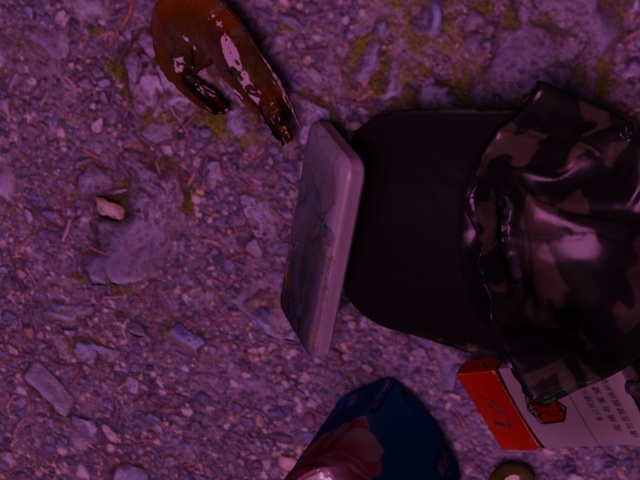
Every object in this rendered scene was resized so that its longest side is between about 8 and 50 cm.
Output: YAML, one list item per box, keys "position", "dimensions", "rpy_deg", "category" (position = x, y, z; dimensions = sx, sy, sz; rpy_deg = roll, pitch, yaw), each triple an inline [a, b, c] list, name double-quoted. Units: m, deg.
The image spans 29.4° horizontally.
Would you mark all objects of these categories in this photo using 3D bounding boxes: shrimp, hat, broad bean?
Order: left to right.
- position: [-0.124, -0.215, 1.552]
  dimensions: [0.249, 0.068, 0.150]
  rpy_deg: [47, 133, 3]
  category: "shrimp"
- position: [0.214, -0.013, 1.476]
  dimensions: [0.381, 0.257, 0.366]
  rpy_deg: [18, 105, 56]
  category: "hat"
- position: [0.257, 0.338, 1.654]
  dimensions: [0.063, 0.045, 0.083]
  rpy_deg: [20, 111, 11]
  category: "broad bean"

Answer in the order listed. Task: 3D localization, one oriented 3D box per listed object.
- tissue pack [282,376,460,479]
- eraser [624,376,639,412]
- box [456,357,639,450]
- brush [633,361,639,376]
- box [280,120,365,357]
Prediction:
- position: [0.072, 0.329, 1.593]
  dimensions: [0.137, 0.269, 0.209]
  rpy_deg: [-26, 98, 27]
  category: "tissue pack"
- position: [0.493, 0.175, 1.277]
  dimensions: [0.332, 0.101, 0.155]
  rpy_deg: [-16, 105, 45]
  category: "eraser"
- position: [0.298, 0.200, 1.528]
  dimensions: [0.245, 0.035, 0.139]
  rpy_deg: [-12, 117, 45]
  category: "box"
- position: [0.295, 0.124, 1.533]
  dimensions: [0.297, 0.060, 0.068]
  rpy_deg: [38, 123, 2]
  category: "brush"
- position: [0.000, 0.000, 1.561]
  dimensions: [0.044, 0.142, 0.285]
  rpy_deg: [-2, 120, -23]
  category: "box"
